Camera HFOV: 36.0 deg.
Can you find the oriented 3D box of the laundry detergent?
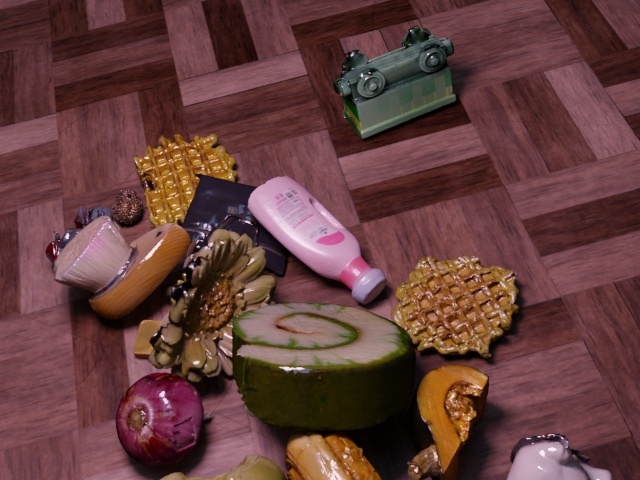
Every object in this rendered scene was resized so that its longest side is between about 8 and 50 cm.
[{"bbox_3d":[0.000,0.000,2.077,0.335,0.088,0.159,43,43,19],"label":"laundry detergent"}]

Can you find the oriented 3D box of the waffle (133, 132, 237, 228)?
[{"bbox_3d":[-0.333,-0.141,2.327,0.283,0.065,0.309,18,52,20],"label":"waffle"}]

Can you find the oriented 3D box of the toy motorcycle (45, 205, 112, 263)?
[{"bbox_3d":[-0.547,-0.003,2.237,0.122,0.082,0.213,5,41,1],"label":"toy motorcycle"}]

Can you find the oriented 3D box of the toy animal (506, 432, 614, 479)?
[{"bbox_3d":[0.378,0.483,1.576,0.247,0.183,0.310,-4,54,14],"label":"toy animal"}]

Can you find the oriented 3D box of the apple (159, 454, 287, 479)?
[{"bbox_3d":[-0.161,0.483,1.618,0.279,0.279,0.279,-5,48,6],"label":"apple"}]

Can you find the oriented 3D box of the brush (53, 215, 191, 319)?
[{"bbox_3d":[-0.412,0.029,2.062,0.266,0.166,0.174,-38,25,8],"label":"brush"}]

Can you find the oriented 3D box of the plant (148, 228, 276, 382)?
[{"bbox_3d":[-0.237,0.101,1.958,0.306,0.261,0.297,-24,50,-27],"label":"plant"}]

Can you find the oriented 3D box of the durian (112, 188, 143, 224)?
[{"bbox_3d":[-0.446,-0.079,2.276,0.080,0.091,0.080,7,56,-10],"label":"durian"}]

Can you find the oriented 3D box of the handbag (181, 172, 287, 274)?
[{"bbox_3d":[-0.178,-0.038,2.174,0.254,0.089,0.211,13,57,-1],"label":"handbag"}]

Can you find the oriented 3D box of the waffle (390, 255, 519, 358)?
[{"bbox_3d":[0.270,0.130,1.984,0.254,0.052,0.245,10,53,20],"label":"waffle"}]

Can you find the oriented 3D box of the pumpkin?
[{"bbox_3d":[0.208,0.343,1.761,0.126,0.131,0.248,19,50,14],"label":"pumpkin"}]

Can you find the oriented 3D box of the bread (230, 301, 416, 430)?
[{"bbox_3d":[-0.013,0.226,1.792,0.366,0.129,0.382,13,18,35],"label":"bread"}]

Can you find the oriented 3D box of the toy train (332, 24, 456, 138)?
[{"bbox_3d":[0.179,-0.377,2.343,0.301,0.202,0.120,-23,47,-8],"label":"toy train"}]

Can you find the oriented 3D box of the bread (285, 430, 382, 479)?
[{"bbox_3d":[0.026,0.424,1.672,0.120,0.198,0.236,-26,49,-19],"label":"bread"}]

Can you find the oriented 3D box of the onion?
[{"bbox_3d":[-0.300,0.336,1.849,0.177,0.153,0.177,-2,69,6],"label":"onion"}]

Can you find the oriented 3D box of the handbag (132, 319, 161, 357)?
[{"bbox_3d":[-0.352,0.207,2.050,0.061,0.027,0.083,0,51,12],"label":"handbag"}]
